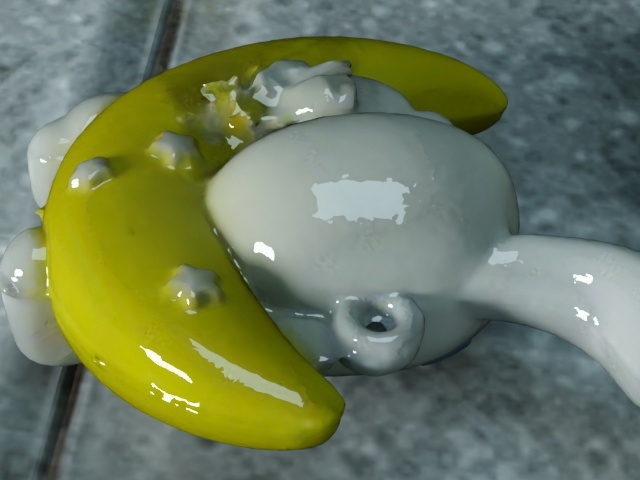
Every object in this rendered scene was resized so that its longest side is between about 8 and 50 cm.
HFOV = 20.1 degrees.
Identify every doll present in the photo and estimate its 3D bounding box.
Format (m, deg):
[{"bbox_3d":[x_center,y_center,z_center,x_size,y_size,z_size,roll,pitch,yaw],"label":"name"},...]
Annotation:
[{"bbox_3d":[0.000,0.000,0.703,0.252,0.111,0.237,-5,32,-8],"label":"doll"}]
